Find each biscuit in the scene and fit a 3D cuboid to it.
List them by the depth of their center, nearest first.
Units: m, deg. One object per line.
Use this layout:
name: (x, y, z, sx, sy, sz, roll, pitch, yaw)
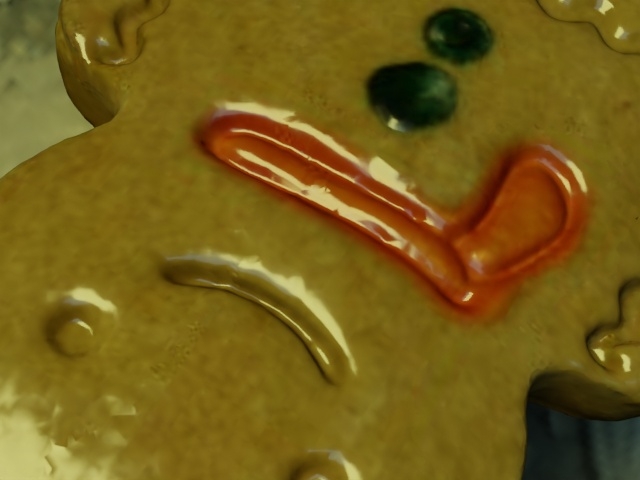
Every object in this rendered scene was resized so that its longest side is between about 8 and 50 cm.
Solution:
biscuit: (0.000, 0.000, 0.370, 0.166, 0.036, 0.225, 35, 61, 9)
